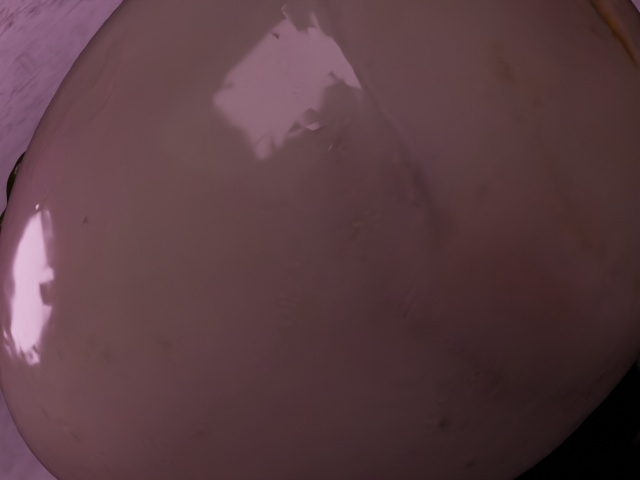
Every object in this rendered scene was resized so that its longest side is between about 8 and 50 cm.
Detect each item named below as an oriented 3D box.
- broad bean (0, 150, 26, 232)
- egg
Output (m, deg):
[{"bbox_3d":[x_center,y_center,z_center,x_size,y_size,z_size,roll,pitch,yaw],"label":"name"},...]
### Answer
[{"bbox_3d":[-0.225,0.019,1.059,0.053,0.052,0.256,-25,37,43],"label":"broad bean"},{"bbox_3d":[0.000,0.000,0.696,0.345,0.283,0.283,-41,36,24],"label":"egg"}]
